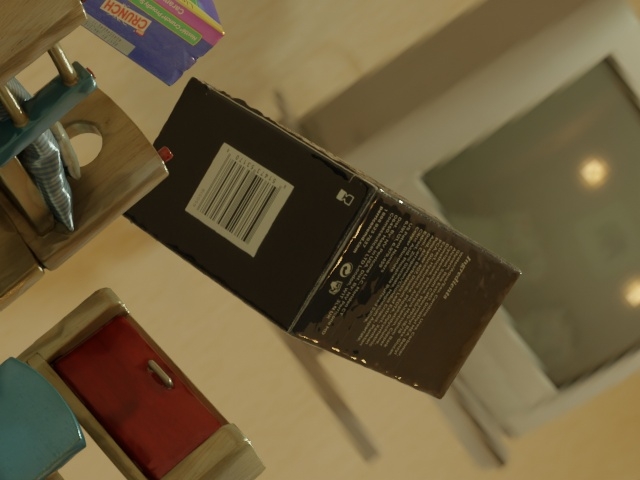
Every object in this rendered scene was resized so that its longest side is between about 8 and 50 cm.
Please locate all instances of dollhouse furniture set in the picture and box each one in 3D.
[{"bbox_3d":[-0.095,0.003,0.643,0.184,0.129,0.129,45,-11,25],"label":"dollhouse furniture set"}]

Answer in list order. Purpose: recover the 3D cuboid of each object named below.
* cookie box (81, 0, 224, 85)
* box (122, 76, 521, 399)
[{"bbox_3d":[-0.098,-0.134,0.864,0.092,0.040,0.107,34,23,-33],"label":"cookie box"},{"bbox_3d":[0.000,0.000,1.030,0.156,0.093,0.158,34,5,39],"label":"box"}]
